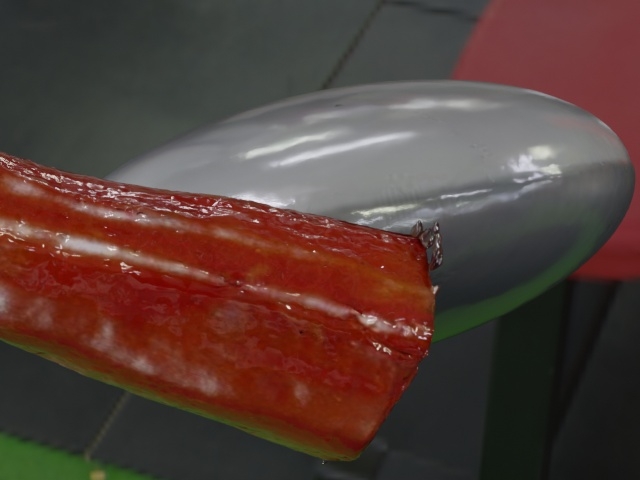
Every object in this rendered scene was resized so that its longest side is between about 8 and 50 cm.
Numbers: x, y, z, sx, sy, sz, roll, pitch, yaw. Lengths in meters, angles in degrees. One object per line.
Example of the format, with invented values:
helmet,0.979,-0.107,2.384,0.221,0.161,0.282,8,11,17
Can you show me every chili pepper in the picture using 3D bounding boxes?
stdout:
chili pepper,-0.059,0.007,0.512,0.169,0.088,0.065,17,63,-15

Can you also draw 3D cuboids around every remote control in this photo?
remote control,0.000,0.000,0.776,0.221,0.103,0.332,-14,-4,-5
